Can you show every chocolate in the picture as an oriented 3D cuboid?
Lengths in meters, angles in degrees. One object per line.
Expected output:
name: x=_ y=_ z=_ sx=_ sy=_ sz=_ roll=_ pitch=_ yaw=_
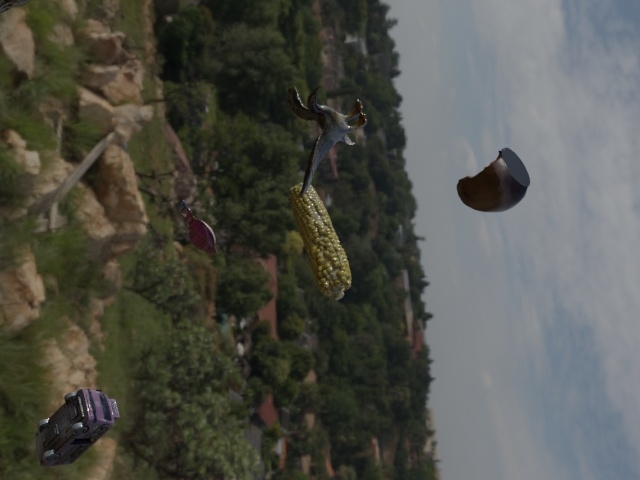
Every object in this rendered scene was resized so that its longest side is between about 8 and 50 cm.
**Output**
chocolate: x=0.349 y=-0.115 z=1.406 sx=0.133 sy=0.124 sz=0.127 roll=-39 pitch=-142 yaw=44

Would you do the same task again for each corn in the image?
corn: x=0.000 y=0.000 z=1.565 sx=0.086 sy=0.086 sz=0.288 roll=61 pitch=8 yaw=-71

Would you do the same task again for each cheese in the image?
cheese: x=-0.288 y=-0.028 z=1.586 sx=0.038 sy=0.095 sz=0.145 roll=-36 pitch=92 yaw=-38

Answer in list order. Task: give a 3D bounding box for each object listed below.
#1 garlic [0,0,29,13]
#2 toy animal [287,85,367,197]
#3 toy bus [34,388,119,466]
garlic: x=-0.673 y=-0.526 z=1.451 sx=0.131 sy=0.127 sz=0.194 roll=70 pitch=31 yaw=-87
toy animal: x=0.011 y=-0.254 z=1.392 sx=0.197 sy=0.160 sz=0.273 roll=114 pitch=-38 yaw=-53
toy bus: x=-0.493 y=0.376 z=1.380 sx=0.098 sy=0.178 sz=0.087 roll=21 pitch=34 yaw=-48
